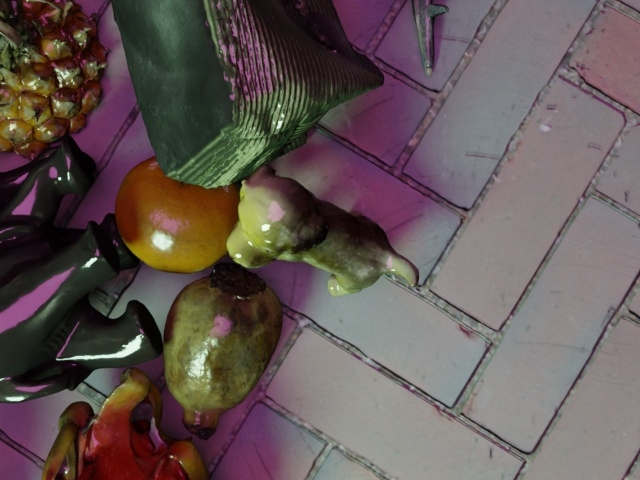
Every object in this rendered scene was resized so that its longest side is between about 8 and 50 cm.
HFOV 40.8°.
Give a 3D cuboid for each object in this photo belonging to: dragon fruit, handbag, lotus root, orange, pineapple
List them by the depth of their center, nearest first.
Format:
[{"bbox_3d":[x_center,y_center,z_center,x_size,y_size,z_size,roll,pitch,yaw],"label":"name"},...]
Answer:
[{"bbox_3d":[-0.093,-0.245,0.990,0.240,0.247,0.341,-14,82,-37],"label":"handbag"},{"bbox_3d":[-0.224,0.328,1.002,0.227,0.243,0.307,-11,46,24],"label":"dragon fruit"},{"bbox_3d":[-0.409,-0.237,1.008,0.262,0.272,0.262,0,85,3],"label":"pineapple"},{"bbox_3d":[-0.127,0.133,1.043,0.138,0.138,0.214,20,94,4],"label":"lotus root"},{"bbox_3d":[-0.172,-0.032,1.051,0.156,0.124,0.156,8,54,-11],"label":"orange"}]

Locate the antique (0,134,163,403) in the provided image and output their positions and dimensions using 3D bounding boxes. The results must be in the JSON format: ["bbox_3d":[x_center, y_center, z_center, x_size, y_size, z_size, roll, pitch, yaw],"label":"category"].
[{"bbox_3d":[-0.356,0.040,1.021,0.255,0.185,0.322,-25,58,4],"label":"antique"}]

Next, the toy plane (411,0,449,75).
[{"bbox_3d":[0.137,-0.342,1.076,0.192,0.088,0.262,-11,93,-30],"label":"toy plane"}]

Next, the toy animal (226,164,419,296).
[{"bbox_3d":[-0.014,-0.005,1.009,0.233,0.168,0.121,23,85,-28],"label":"toy animal"}]
